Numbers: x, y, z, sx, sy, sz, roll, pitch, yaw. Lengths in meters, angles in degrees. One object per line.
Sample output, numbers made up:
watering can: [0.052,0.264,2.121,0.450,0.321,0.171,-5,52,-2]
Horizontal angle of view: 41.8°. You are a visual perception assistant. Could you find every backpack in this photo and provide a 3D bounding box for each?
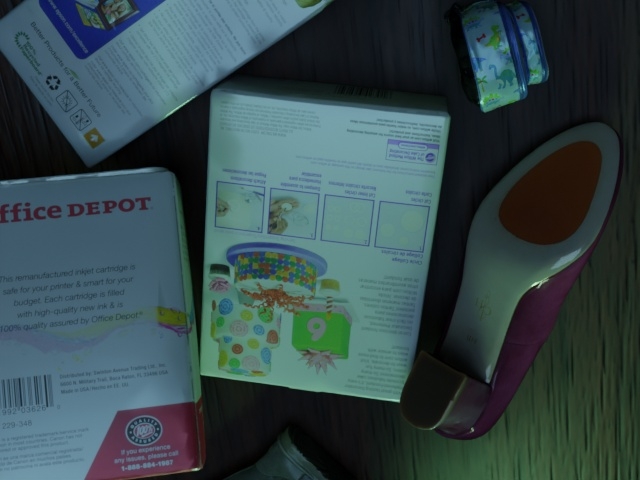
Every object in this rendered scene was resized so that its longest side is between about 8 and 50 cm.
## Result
backpack: [0.172,-0.182,0.808,0.084,0.114,0.105,-15,108,12]

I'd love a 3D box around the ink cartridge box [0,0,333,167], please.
ink cartridge box: [-0.144,-0.242,0.850,0.370,0.069,0.176,-30,104,19]

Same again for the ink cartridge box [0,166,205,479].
ink cartridge box: [-0.244,0.092,0.877,0.226,0.131,0.306,-4,84,-6]

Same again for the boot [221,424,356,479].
boot: [-0.056,0.354,1.064,0.208,0.076,0.190,-44,88,13]

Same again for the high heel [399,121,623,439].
high heel: [0.222,0.051,0.930,0.127,0.181,0.377,39,98,30]

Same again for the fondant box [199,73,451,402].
fondant box: [0.000,0.000,0.910,0.238,0.096,0.331,7,111,4]

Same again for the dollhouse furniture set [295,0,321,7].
dollhouse furniture set: [0.058,-0.424,0.604,0.362,0.256,0.394,-26,103,10]
